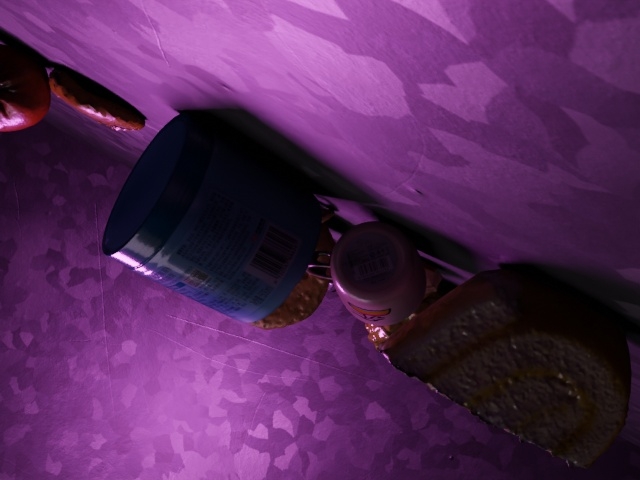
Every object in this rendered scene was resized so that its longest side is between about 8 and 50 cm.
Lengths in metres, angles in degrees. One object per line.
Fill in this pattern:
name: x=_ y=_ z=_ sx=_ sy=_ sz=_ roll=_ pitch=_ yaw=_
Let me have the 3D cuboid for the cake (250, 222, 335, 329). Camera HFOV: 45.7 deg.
cake: x=-0.113 y=0.032 z=1.983 sx=0.332 sy=0.332 sz=0.321 roll=30 pitch=-160 yaw=-5

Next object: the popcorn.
popcorn: x=0.247 y=0.208 z=1.949 sx=0.258 sy=0.224 sz=0.270 roll=26 pitch=-172 yaw=22

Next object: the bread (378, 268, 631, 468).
bread: x=0.328 y=0.181 z=1.309 sx=0.395 sy=0.264 sz=0.239 roll=30 pitch=-174 yaw=-6

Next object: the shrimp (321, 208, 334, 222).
shrimp: x=-0.042 y=-0.034 z=1.733 sx=0.045 sy=0.162 sz=0.095 roll=65 pitch=-161 yaw=-18

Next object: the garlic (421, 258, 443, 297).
garlic: x=0.196 y=0.081 z=1.790 sx=0.115 sy=0.128 sz=0.206 roll=54 pitch=179 yaw=-5

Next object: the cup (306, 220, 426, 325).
cup: x=0.086 y=0.059 z=1.562 sx=0.252 sy=0.191 sz=0.200 roll=10 pitch=167 yaw=13

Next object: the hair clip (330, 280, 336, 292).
hair clip: x=0.104 y=0.093 z=2.031 sx=0.146 sy=0.187 sz=0.056 roll=-141 pitch=35 yaw=-65

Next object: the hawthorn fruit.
hawthorn fruit: x=-0.794 y=-0.394 z=1.948 sx=0.224 sy=0.224 sz=0.261 roll=30 pitch=-170 yaw=-11

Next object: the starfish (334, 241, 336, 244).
starfish: x=0.003 y=-0.005 z=2.249 sx=0.133 sy=0.041 sz=0.130 roll=6 pitch=152 yaw=9

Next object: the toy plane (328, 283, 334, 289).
toy plane: x=-0.063 y=0.083 z=2.289 sx=0.273 sy=0.107 sz=0.182 roll=31 pitch=175 yaw=-1

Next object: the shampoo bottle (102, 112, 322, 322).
shampoo bottle: x=-0.221 y=-0.037 z=1.586 sx=0.342 sy=0.331 sz=0.331 roll=31 pitch=174 yaw=-26

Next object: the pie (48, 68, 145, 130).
pie: x=-0.571 y=-0.344 z=1.927 sx=0.273 sy=0.069 sz=0.273 roll=30 pitch=179 yaw=1
